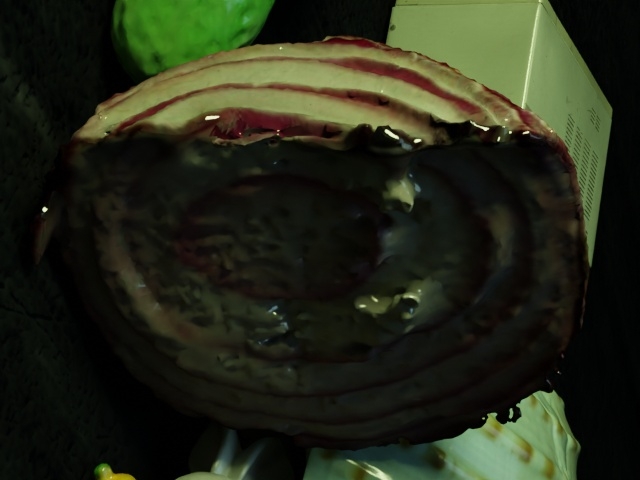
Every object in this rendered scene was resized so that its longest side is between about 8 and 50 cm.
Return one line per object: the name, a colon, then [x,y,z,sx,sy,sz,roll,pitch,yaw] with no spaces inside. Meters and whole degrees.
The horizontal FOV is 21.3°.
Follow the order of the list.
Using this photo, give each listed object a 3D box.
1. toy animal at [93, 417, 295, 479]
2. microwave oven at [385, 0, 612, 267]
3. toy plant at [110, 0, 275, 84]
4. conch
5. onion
toy animal: [-0.088,0.185,1.089,0.127,0.131,0.182,126,-17,-76]
microwave oven: [0.147,-0.084,1.467,0.240,0.145,0.194,41,59,-60]
toy plant: [-0.010,-0.294,1.041,0.317,0.210,0.356,-55,153,-51]
conch: [0.077,0.185,1.228,0.303,0.215,0.319,67,35,-76]
onion: [0.000,0.000,1.023,0.280,0.314,0.146,82,9,-45]
